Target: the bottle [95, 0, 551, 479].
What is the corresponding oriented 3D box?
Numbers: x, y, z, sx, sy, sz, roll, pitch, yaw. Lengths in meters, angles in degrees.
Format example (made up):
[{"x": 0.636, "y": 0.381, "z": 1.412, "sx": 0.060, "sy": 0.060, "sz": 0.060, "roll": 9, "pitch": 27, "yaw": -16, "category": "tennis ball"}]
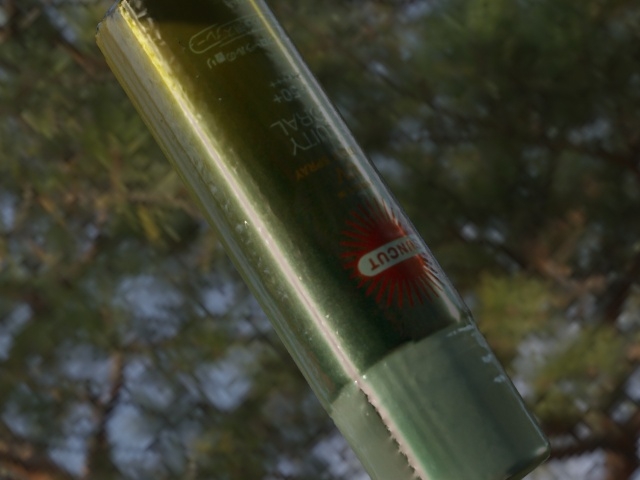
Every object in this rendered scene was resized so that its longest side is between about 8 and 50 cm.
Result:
[{"x": 0.000, "y": 0.000, "z": 0.903, "sx": 0.082, "sy": 0.286, "sz": 0.082, "roll": -31, "pitch": -10, "yaw": -6, "category": "bottle"}]
